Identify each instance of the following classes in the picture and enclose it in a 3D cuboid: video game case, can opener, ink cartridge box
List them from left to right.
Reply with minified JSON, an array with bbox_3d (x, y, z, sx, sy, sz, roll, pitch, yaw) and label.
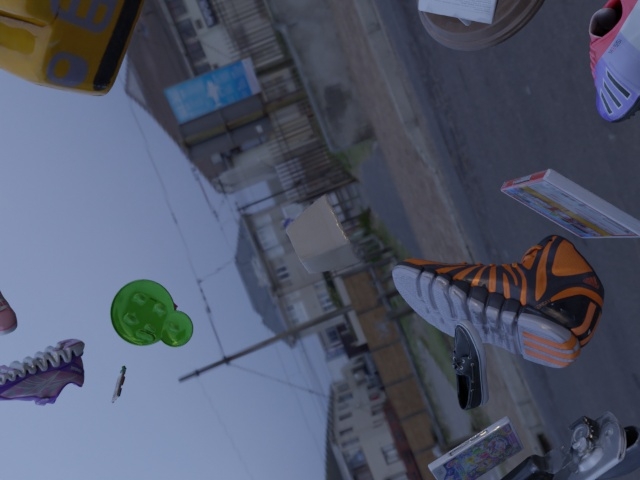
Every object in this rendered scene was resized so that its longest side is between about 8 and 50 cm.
[{"bbox_3d":[0.162,-0.314,0.822,0.143,0.090,0.092,75,-149,-69],"label":"ink cartridge box"},{"bbox_3d":[0.207,0.286,0.983,0.087,0.122,0.011,58,180,-44],"label":"video game case"},{"bbox_3d":[0.287,0.317,0.922,0.095,0.283,0.076,30,-148,-12],"label":"can opener"},{"bbox_3d":[0.471,-0.064,1.414,0.204,0.025,0.285,30,179,-1],"label":"video game case"}]

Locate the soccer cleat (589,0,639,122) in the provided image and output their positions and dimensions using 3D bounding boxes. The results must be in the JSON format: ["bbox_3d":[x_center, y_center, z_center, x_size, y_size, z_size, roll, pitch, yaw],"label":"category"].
[{"bbox_3d":[0.423,-0.273,1.043,0.318,0.116,0.108,78,-161,-69],"label":"soccer cleat"}]

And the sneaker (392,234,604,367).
[{"bbox_3d":[0.280,0.067,1.152,0.321,0.180,0.124,22,147,32],"label":"sneaker"}]

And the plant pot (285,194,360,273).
[{"bbox_3d":[0.000,0.000,1.360,0.109,0.096,0.109,63,-178,24],"label":"plant pot"}]

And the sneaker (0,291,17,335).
[{"bbox_3d":[-0.511,0.084,1.131,0.134,0.051,0.070,42,145,29],"label":"sneaker"}]

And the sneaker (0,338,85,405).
[{"bbox_3d":[-0.554,0.276,1.422,0.095,0.236,0.104,4,110,55],"label":"sneaker"}]

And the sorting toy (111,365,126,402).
[{"bbox_3d":[-0.424,0.300,1.578,0.062,0.012,0.083,134,150,-54],"label":"sorting toy"}]

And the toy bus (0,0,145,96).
[{"bbox_3d":[-0.229,-0.177,0.344,0.333,0.108,0.130,28,-171,24],"label":"toy bus"}]

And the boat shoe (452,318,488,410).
[{"bbox_3d":[0.214,0.184,1.082,0.049,0.040,0.142,19,127,59],"label":"boat shoe"}]

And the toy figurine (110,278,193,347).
[{"bbox_3d":[-0.319,0.154,1.515,0.173,0.130,0.159,24,178,7],"label":"toy figurine"}]

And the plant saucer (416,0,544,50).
[{"bbox_3d":[0.286,-0.482,1.338,0.041,0.278,0.278,10,-127,-51],"label":"plant saucer"}]
